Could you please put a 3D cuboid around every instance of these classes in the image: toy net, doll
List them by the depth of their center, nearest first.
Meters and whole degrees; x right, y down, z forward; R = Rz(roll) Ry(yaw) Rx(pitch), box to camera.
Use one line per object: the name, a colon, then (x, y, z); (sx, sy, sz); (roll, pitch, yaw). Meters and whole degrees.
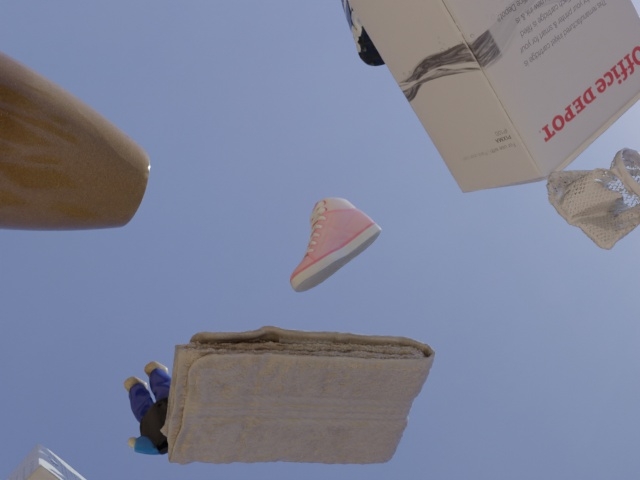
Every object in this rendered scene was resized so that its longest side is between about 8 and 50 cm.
toy net: (0.265, -0.024, 0.537); (0.232, 0.045, 0.122); (20, -124, 16)
doll: (-0.213, 0.239, 1.167); (0.129, 0.046, 0.189); (-36, -143, -6)

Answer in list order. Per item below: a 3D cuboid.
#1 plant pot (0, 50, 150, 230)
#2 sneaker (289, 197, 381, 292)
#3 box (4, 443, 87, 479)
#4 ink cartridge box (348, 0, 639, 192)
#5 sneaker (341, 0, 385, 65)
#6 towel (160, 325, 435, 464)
plant pot: (-0.368, -0.105, 1.122); (0.237, 0.254, 0.237); (-30, -129, 45)
sneaker: (0.000, 0.000, 0.901); (0.070, 0.134, 0.051); (47, -38, 10)
box: (-0.309, 0.355, 1.011); (0.119, 0.182, 0.181); (-50, -169, -17)
ink cartridge box: (0.154, -0.213, 0.757); (0.283, 0.207, 0.117); (58, -27, -13)
sneaker: (0.055, -0.317, 0.959); (0.078, 0.234, 0.106); (-17, -125, -12)
towel: (-0.030, 0.179, 0.939); (0.049, 0.282, 0.187); (-102, -158, -50)
